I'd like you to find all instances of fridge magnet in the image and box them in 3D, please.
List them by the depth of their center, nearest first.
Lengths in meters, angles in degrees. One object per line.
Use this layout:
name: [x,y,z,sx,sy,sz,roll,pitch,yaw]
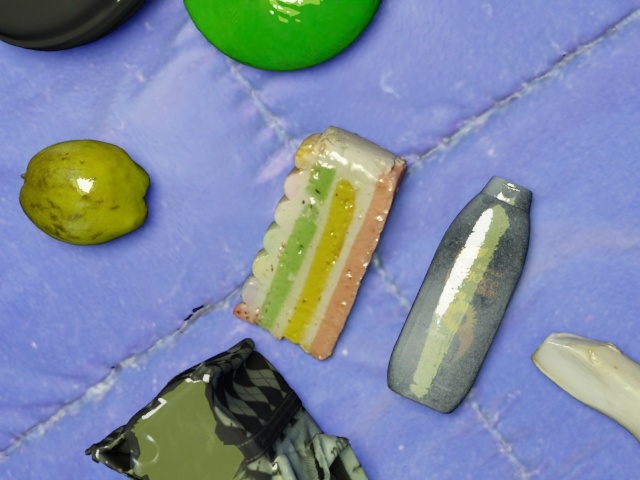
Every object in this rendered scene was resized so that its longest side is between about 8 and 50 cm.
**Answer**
fridge magnet: [-0.037,-0.268,1.144,0.208,0.088,0.208,0,90,6]

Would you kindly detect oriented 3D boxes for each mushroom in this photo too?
mushroom: [0.300,0.159,1.134,0.209,0.071,0.084,38,126,6]

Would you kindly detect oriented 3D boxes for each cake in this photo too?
cake: [-0.001,0.001,1.147,0.109,0.090,0.225,23,94,1]

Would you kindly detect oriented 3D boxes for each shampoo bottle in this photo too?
shampoo bottle: [0.143,0.051,1.152,0.087,0.049,0.234,24,93,2]

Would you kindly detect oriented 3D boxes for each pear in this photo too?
pear: [-0.233,-0.049,1.157,0.131,0.107,0.107,12,92,-3]

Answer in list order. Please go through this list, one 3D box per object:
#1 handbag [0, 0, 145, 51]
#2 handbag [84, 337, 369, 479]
handbag: [-0.243,-0.333,1.130,0.254,0.093,0.308,39,97,21]
handbag: [-0.007,0.288,1.037,0.180,0.317,0.416,-37,88,-2]
